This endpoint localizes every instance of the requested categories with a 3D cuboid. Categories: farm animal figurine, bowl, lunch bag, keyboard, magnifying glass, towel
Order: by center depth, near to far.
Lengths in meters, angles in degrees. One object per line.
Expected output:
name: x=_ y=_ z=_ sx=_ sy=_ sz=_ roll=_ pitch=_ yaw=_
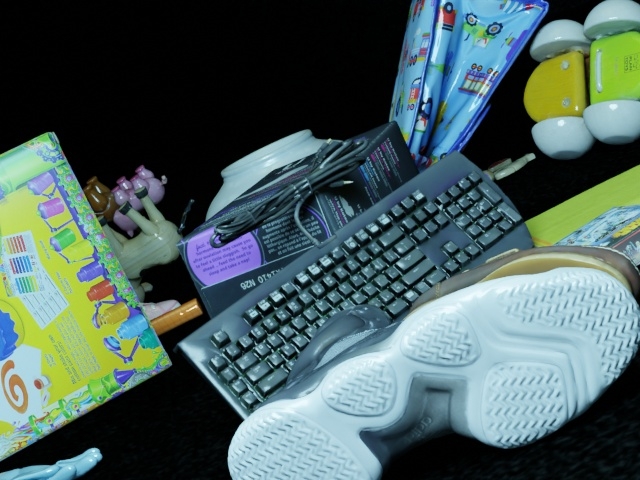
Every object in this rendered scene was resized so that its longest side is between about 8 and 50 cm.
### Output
keyboard: x=0.013 y=0.013 z=1.086 sx=0.317 sy=0.201 sz=0.033 roll=-35 pitch=-26 yaw=-27
towel: x=0.219 y=-0.008 z=1.164 sx=0.237 sy=0.021 sz=0.102 roll=-27 pitch=15 yaw=-9
lunch bag: x=0.136 y=-0.160 z=1.567 sx=0.221 sy=0.138 sz=0.293 roll=-166 pitch=99 yaw=-85
magnifying glass: x=-0.255 y=0.134 z=1.635 sx=0.231 sy=0.026 sz=0.092 roll=-28 pitch=9 yaw=-1
bowl: x=-0.050 y=-0.068 z=1.849 sx=0.297 sy=0.134 sz=0.298 roll=-26 pitch=9 yaw=4
farm animal figurine: x=-0.340 y=0.044 z=1.970 sx=0.326 sy=0.172 sz=0.330 roll=-41 pitch=20 yaw=-11

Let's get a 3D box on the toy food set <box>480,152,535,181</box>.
toy food set: x=0.197 y=-0.079 z=1.588 sx=0.122 sy=0.019 sz=0.078 roll=-32 pitch=11 yaw=-33

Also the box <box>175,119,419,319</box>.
box: x=0.000 y=0.000 z=1.305 sx=0.165 sy=0.143 sz=0.270 roll=-20 pitch=11 yaw=25

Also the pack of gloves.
pack of gloves: x=-0.311 y=0.249 z=1.158 sx=0.232 sy=0.046 sz=0.195 roll=-18 pitch=1 yaw=27

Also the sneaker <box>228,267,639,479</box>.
sneaker: x=0.070 y=0.076 z=0.832 sx=0.268 sy=0.101 sz=0.153 roll=-27 pitch=12 yaw=13

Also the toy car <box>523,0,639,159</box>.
toy car: x=0.325 y=-0.173 z=1.471 sx=0.136 sy=0.159 sz=0.182 roll=13 pitch=-18 yaw=-36

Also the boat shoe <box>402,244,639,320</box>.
boat shoe: x=0.144 y=0.038 z=0.932 sx=0.207 sy=0.073 sz=0.073 roll=-16 pitch=16 yaw=46

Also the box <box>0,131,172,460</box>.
box: x=-0.365 y=0.072 z=1.446 sx=0.279 sy=0.290 sz=0.177 roll=-28 pitch=10 yaw=-16

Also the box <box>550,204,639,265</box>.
box: x=0.214 y=0.012 z=1.026 sx=0.137 sy=0.027 sz=0.094 roll=-30 pitch=9 yaw=-20

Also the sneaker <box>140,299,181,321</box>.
sneaker: x=-0.253 y=0.094 z=1.700 sx=0.134 sy=0.070 sz=0.051 roll=-26 pitch=7 yaw=-8
